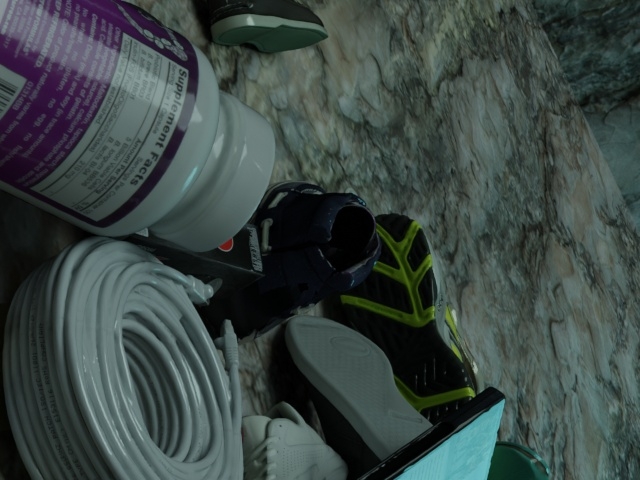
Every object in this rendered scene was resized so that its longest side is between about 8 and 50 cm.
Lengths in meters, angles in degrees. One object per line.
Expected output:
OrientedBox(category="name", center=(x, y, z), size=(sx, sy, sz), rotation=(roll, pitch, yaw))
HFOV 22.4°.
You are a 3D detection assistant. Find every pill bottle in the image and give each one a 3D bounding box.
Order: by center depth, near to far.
OrientedBox(category="pill bottle", center=(-0.184, -0.103, 1.200), size=(0.301, 0.169, 0.169), rotation=(28, 41, -36))

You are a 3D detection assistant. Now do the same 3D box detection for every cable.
OrientedBox(category="cable", center=(-0.148, 0.120, 1.241), size=(0.257, 0.089, 0.257), rotation=(44, 31, -51))

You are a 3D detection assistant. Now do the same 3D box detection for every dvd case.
OrientedBox(category="dvd case", center=(0.061, 0.248, 1.408), size=(0.253, 0.022, 0.180), rotation=(-29, 141, -36))

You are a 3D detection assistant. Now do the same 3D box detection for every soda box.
OrientedBox(category="soda box", center=(-0.128, 0.003, 1.423), size=(0.169, 0.060, 0.053), rotation=(19, 50, -46))

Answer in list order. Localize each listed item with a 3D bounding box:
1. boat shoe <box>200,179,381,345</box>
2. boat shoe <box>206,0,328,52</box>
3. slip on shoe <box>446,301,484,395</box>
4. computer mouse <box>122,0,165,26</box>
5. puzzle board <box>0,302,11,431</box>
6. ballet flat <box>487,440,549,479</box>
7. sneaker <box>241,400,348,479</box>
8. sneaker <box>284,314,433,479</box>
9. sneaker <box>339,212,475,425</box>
OrientedBox(category="boat shoe", center=(0.000, 0.000, 1.638), size=(0.127, 0.158, 0.340), rotation=(62, 22, -12))
OrientedBox(category="boat shoe", center=(-0.060, -0.263, 1.870), size=(0.228, 0.081, 0.068), rotation=(-3, 75, -65))
OrientedBox(category="slip on shoe", center=(0.167, 0.147, 2.058), size=(0.041, 0.051, 0.135), rotation=(-24, 102, -30))
OrientedBox(category="computer mouse", center=(-0.177, -0.148, 1.422), size=(0.188, 0.072, 0.272), rotation=(36, 24, -9))
OrientedBox(category="puzzle board", center=(-0.246, 0.093, 1.162), size=(0.128, 0.011, 0.096), rotation=(1, 69, -66))
OrientedBox(category="ballet flat", center=(0.173, 0.273, 1.749), size=(0.083, 0.087, 0.247), rotation=(45, -17, -3))
OrientedBox(category="sneaker", center=(-0.049, 0.216, 1.428), size=(0.115, 0.090, 0.232), rotation=(56, 14, -9))
OrientedBox(category="sneaker", center=(0.024, 0.197, 1.605), size=(0.105, 0.147, 0.296), rotation=(2, 29, -30))
OrientedBox(category="sneaker", center=(0.110, 0.159, 1.771), size=(0.147, 0.145, 0.384), rotation=(55, 28, -55))
